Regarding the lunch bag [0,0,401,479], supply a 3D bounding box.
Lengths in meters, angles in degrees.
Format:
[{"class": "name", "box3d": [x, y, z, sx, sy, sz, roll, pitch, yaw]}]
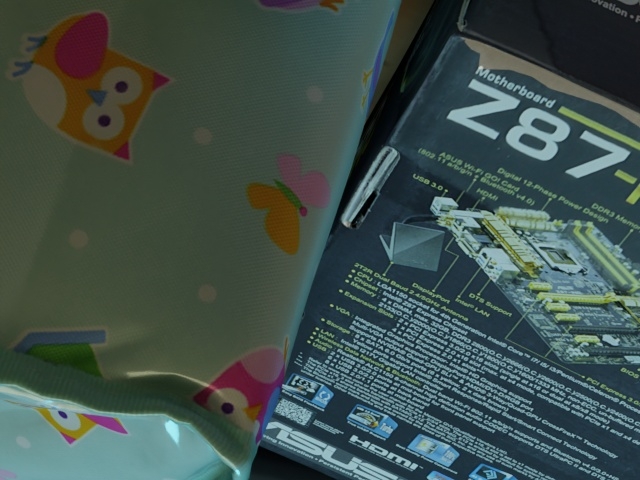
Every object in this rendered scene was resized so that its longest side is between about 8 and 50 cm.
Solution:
[{"class": "lunch bag", "box3d": [-0.075, -0.020, 0.609, 0.160, 0.223, 0.262, 20, 159, -8]}]

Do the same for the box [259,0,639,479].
[{"class": "box", "box3d": [0.184, 0.058, 0.705, 0.395, 0.097, 0.318, 24, 149, -3]}]

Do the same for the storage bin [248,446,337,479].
[{"class": "storage bin", "box3d": [-0.015, 0.105, 1.139, 0.135, 0.098, 0.091, 13, -173, -12]}]
